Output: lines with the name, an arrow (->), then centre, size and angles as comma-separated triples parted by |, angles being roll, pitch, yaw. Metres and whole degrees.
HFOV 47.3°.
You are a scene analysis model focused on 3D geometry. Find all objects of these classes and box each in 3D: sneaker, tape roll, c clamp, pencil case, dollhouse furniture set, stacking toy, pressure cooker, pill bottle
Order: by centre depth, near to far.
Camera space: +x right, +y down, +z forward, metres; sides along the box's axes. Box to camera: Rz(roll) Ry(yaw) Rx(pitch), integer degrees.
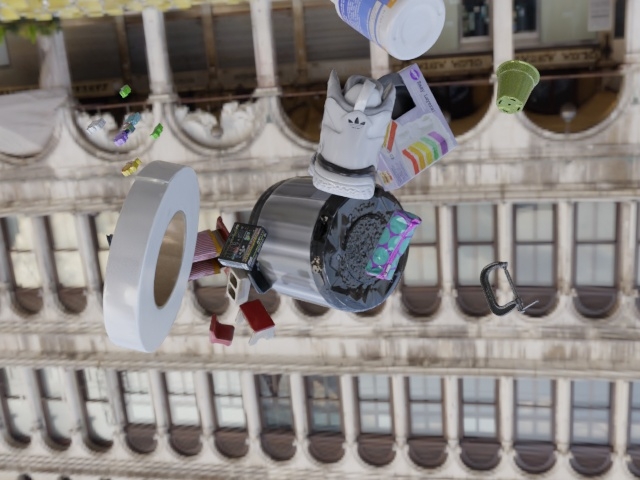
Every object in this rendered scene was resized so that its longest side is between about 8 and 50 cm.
sneaker -> 0.063, -0.205, 1.385 | 0.137, 0.210, 0.366 | 13, -168, -2
tape roll -> -0.334, 0.031, 1.485 | 0.071, 0.392, 0.392 | 11, -163, 4
pencil case -> 0.152, 0.010, 1.520 | 0.064, 0.152, 0.070 | 20, -165, -24
pill bottle -> 0.124, -0.506, 1.542 | 0.152, 0.152, 0.272 | -15, -135, -32
c clamp -> 0.463, 0.117, 1.819 | 0.022, 0.137, 0.161 | 3, -127, -37
dollhouse furniture set -> -0.294, 0.125, 2.041 | 0.201, 0.152, 0.374 | -18, -127, -28
stacking toy -> -0.542, -0.311, 2.043 | 0.052, 0.167, 0.221 | -13, -141, 31
pressure cooker -> -0.001, -0.006, 2.083 | 0.369, 0.376, 0.420 | 8, -179, -44

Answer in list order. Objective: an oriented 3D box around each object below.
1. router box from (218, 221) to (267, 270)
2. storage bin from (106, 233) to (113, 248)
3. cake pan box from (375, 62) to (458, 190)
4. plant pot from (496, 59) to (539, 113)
router box -> -0.206, 0.014, 1.951 | 0.092, 0.038, 0.123 | 10, -116, 26
storage bin -> -0.497, 0.037, 1.936 | 0.091, 0.135, 0.098 | -18, 176, -6
cake pan box -> 0.209, -0.303, 1.913 | 0.245, 0.267, 0.070 | -34, -169, -29
plant pot -> 0.371, -0.288, 1.400 | 0.083, 0.083, 0.079 | 5, -120, 29
